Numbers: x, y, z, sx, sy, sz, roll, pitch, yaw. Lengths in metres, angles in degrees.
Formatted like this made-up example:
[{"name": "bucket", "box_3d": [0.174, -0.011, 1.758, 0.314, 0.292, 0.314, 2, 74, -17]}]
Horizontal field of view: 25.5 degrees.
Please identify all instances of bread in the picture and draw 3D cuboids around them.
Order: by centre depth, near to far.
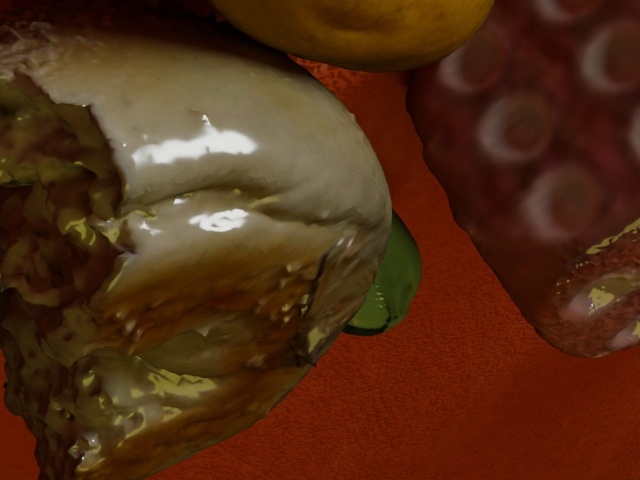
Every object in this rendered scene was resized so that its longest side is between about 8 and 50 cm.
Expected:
[{"name": "bread", "box_3d": [-0.068, -0.010, 0.660, 0.192, 0.171, 0.314, -20, 154, -16]}]

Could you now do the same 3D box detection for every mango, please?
[{"name": "mango", "box_3d": [0.014, -0.136, 0.576, 0.147, 0.109, 0.227, -49, 154, -7]}]

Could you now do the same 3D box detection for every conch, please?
[{"name": "conch", "box_3d": [0.000, 0.000, 0.857, 0.106, 0.079, 0.170, -30, 139, -4]}]

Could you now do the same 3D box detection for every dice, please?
[{"name": "dice", "box_3d": [0.159, -0.048, 0.785, 0.174, 0.175, 0.179, -33, 154, 17]}]

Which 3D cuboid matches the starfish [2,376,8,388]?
[{"name": "starfish", "box_3d": [-0.132, 0.055, 0.864, 0.133, 0.041, 0.130, -17, 144, -3]}]
